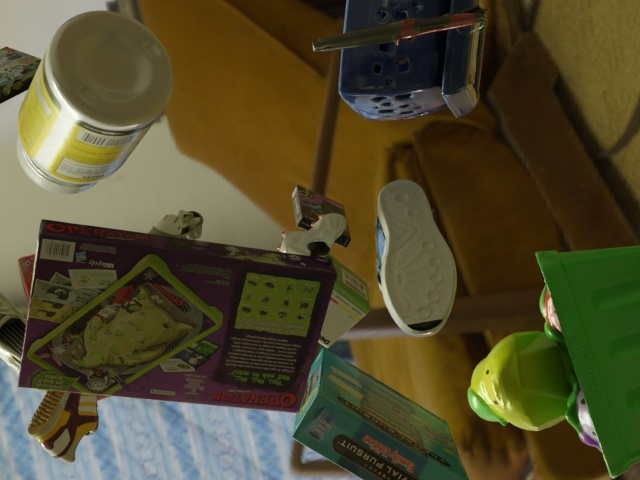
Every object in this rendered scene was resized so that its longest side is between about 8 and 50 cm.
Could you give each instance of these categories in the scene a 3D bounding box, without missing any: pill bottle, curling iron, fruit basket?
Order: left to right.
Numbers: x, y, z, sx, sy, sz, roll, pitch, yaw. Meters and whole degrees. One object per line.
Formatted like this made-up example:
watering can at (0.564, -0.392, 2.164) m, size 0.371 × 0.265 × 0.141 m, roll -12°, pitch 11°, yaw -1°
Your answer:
pill bottle at (-0.233, -0.127, 0.959) m, size 0.208 × 0.119 × 0.119 m, roll -33°, pitch 68°, yaw 57°
curling iron at (0.123, -0.311, 1.453) m, size 0.068 × 0.273 × 0.035 m, roll 128°, pitch 129°, yaw -83°
fruit basket at (0.405, 0.211, 1.605) m, size 0.283 × 0.391 × 0.392 m, roll 26°, pitch -133°, yaw -71°

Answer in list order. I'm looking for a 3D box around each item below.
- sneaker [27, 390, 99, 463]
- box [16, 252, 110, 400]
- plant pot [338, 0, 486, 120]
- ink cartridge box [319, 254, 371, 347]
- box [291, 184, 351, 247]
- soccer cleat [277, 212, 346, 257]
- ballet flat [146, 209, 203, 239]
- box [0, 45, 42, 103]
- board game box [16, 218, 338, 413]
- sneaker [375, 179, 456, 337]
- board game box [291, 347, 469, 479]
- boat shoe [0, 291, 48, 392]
sneaker at (-0.356, 0.241, 1.419) m, size 0.084 × 0.069 × 0.185 m, roll 54°, pitch -145°, yaw -23°
box at (-0.401, 0.138, 1.583) m, size 0.122 × 0.128 × 0.257 m, roll 166°, pitch 89°, yaw -72°
plant pot at (0.165, -0.330, 1.642) m, size 0.236 × 0.212 × 0.236 m, roll 17°, pitch -101°, yaw -74°
ink cartridge box at (-0.052, 0.141, 1.937) m, size 0.188 × 0.255 × 0.097 m, roll 37°, pitch -158°, yaw -22°
box at (0.001, -0.052, 2.003) m, size 0.029 × 0.116 × 0.162 m, roll -59°, pitch 18°, yaw 23°
soccer cleat at (0.000, 0.000, 1.784) m, size 0.076 × 0.196 × 0.068 m, roll 27°, pitch 118°, yaw 26°
ballet flat at (-0.281, -0.023, 1.838) m, size 0.213 × 0.072 × 0.068 m, roll -32°, pitch -41°, yaw -74°
box at (-0.450, -0.219, 1.321) m, size 0.093 × 0.137 × 0.027 m, roll 23°, pitch 133°, yaw 28°
board game box at (-0.170, 0.097, 1.151) m, size 0.056 × 0.346 × 0.208 m, roll -119°, pitch 41°, yaw -65°
sneaker at (0.168, 0.075, 1.735) m, size 0.236 × 0.130 × 0.323 m, roll 81°, pitch -179°, yaw -54°
board game box at (0.088, 0.294, 1.503) m, size 0.079 × 0.253 × 0.336 m, roll -59°, pitch 1°, yaw 5°
boat shoe at (-0.601, 0.162, 1.839) m, size 0.302 × 0.109 × 0.094 m, roll 38°, pitch 145°, yaw 8°
